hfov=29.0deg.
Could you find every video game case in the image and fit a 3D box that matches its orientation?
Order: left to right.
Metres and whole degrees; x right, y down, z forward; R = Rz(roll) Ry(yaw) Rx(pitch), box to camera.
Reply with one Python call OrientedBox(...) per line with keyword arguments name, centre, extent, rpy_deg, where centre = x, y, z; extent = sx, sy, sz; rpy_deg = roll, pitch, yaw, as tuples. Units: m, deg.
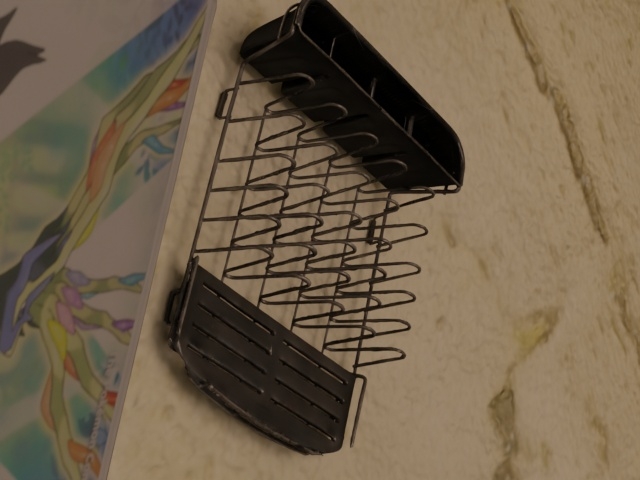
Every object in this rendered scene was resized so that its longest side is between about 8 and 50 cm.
OrientedBox(name="video game case", centre=(-0.168, 0.029, 0.508), extent=(0.300, 0.036, 0.329), rpy_deg=(1, 104, -63))

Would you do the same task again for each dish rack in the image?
OrientedBox(name="dish rack", centre=(0.000, 0.000, 0.838), extent=(0.208, 0.074, 0.272), rpy_deg=(38, 54, -40))
